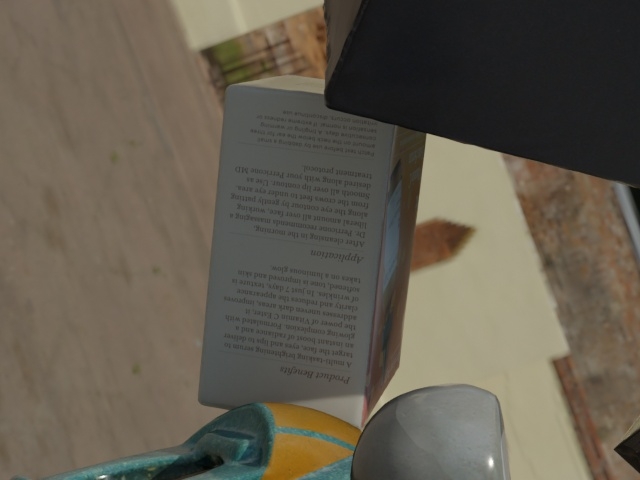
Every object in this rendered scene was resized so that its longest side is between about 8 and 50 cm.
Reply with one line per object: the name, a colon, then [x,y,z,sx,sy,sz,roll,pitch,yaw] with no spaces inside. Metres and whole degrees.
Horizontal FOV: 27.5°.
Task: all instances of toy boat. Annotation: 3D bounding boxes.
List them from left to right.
toy boat: [-0.016,0.129,0.557,0.318,0.267,0.148,-6,-88,58]

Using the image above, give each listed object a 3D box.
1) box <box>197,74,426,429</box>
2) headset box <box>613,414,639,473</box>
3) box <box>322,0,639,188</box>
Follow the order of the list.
box: [0.000,0.000,0.721,0.130,0.091,0.171,-40,136,-74]
headset box: [0.258,0.124,0.946,0.032,0.083,0.062,42,-32,7]
box: [0.181,-0.177,0.598,0.313,0.343,0.179,-93,-159,-47]
